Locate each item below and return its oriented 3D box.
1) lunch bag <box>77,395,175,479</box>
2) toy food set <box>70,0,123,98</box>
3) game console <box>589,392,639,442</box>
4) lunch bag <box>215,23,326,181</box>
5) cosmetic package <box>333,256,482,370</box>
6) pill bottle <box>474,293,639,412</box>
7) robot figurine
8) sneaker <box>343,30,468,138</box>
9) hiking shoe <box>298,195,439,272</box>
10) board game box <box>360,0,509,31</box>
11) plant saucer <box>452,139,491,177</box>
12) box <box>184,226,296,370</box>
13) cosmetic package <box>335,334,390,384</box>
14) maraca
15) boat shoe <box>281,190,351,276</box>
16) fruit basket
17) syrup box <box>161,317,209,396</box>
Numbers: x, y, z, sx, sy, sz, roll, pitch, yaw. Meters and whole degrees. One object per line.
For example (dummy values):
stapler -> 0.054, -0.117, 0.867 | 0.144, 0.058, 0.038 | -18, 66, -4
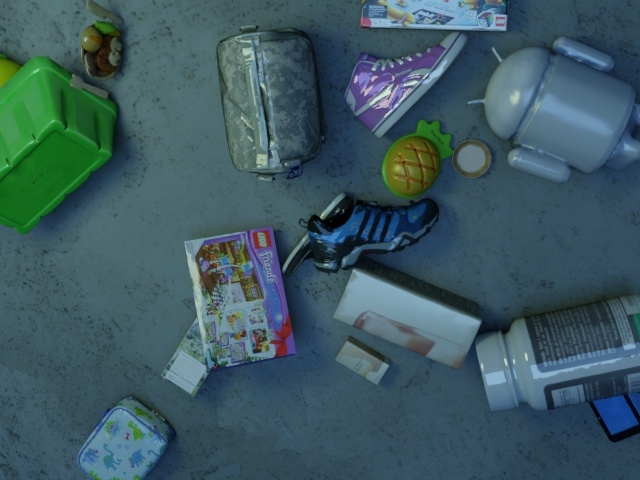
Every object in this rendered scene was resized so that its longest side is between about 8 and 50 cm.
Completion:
lunch bag -> -0.477, 0.501, 2.012 | 0.176, 0.090, 0.219 | 37, 104, -2
toy food set -> -0.469, -0.408, 1.777 | 0.038, 0.132, 0.192 | 8, 86, 28
game console -> 0.679, 0.381, 1.825 | 0.085, 0.124, 0.144 | -33, 97, -13
lunch bag -> -0.110, -0.286, 1.705 | 0.212, 0.256, 0.305 | -5, 102, 9
cosmetic package -> 0.191, 0.155, 1.811 | 0.296, 0.153, 0.129 | 23, 103, 4
pill bottle -> 0.524, 0.247, 1.754 | 0.361, 0.204, 0.204 | -13, 100, 11
robot figurine -> 0.482, -0.262, 1.653 | 0.353, 0.200, 0.300 | 24, 77, 3
sneaker -> 0.167, -0.365, 1.731 | 0.282, 0.102, 0.161 | -43, 90, 14
hiking shoe -> 0.115, -0.039, 1.754 | 0.304, 0.113, 0.132 | -23, 111, -14
board game box -> 0.239, -0.535, 1.706 | 0.305, 0.053, 0.193 | 3, 102, 8
plant saucer -> 0.328, -0.178, 1.788 | 0.083, 0.015, 0.083 | 1, 103, 6
box -> -0.179, 0.129, 1.829 | 0.201, 0.057, 0.293 | -10, 80, -9
cosmetic package -> 0.098, 0.276, 1.906 | 0.115, 0.041, 0.060 | 29, 105, 1
maraca -> 0.209, -0.175, 1.768 | 0.127, 0.099, 0.186 | 44, 80, -18
boat shoe -> 0.000, 0.000, 1.839 | 0.079, 0.084, 0.233 | 42, 100, -3
fruit basket -> -0.670, -0.258, 1.832 | 0.392, 0.283, 0.392 | -16, 60, 29
syrup box -> -0.266, 0.235, 1.921 | 0.093, 0.096, 0.237 | 32, 102, -1
